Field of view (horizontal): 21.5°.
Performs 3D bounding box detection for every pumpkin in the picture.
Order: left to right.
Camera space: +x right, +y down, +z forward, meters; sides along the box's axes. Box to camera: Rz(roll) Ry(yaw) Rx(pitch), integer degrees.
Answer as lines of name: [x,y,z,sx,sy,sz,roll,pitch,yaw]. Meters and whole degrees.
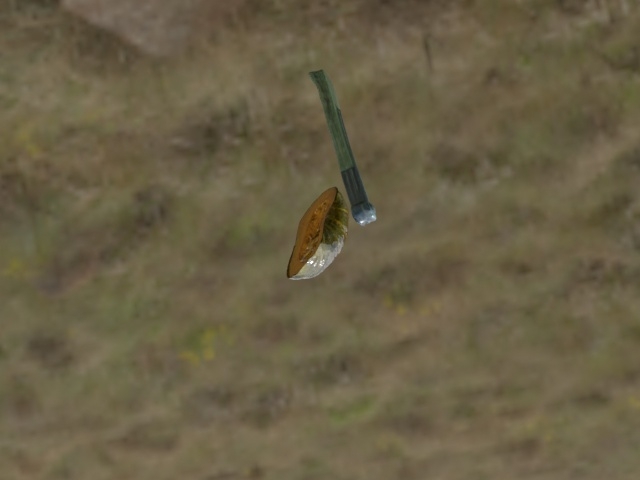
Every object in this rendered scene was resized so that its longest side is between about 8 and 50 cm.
pumpkin: [0.001,0.000,1.208,0.028,0.083,0.050,37,140,-15]

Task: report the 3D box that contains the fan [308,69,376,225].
fan: [0.018,-0.069,1.244,0.016,0.193,0.038,-28,126,9]
